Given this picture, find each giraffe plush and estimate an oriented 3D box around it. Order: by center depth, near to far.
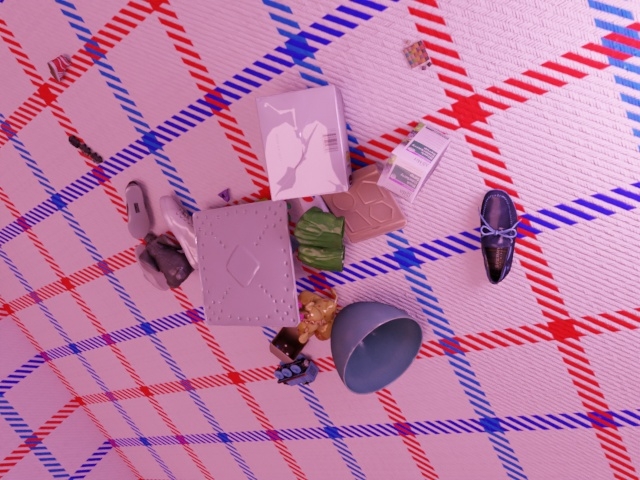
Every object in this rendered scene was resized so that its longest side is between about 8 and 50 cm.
[{"bbox_3d":[-0.031,0.254,1.612,0.210,0.171,0.181,-18,86,31],"label":"giraffe plush"}]

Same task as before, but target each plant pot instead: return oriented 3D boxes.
[{"bbox_3d":[0.143,0.303,1.542,0.195,0.291,0.290,43,140,46],"label":"plant pot"},{"bbox_3d":[-0.126,0.389,1.821,0.109,0.109,0.096,38,141,3],"label":"plant pot"}]

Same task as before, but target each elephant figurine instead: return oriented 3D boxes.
[{"bbox_3d":[-0.581,0.054,1.814,0.239,0.169,0.186,41,134,-4],"label":"elephant figurine"}]

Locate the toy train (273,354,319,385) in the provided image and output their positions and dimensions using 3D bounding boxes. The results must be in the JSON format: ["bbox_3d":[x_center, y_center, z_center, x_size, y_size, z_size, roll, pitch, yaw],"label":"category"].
[{"bbox_3d":[-0.097,0.505,1.889,0.184,0.080,0.105,-30,107,37],"label":"toy train"}]

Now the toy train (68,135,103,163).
[{"bbox_3d":[-0.870,-0.331,1.829,0.158,0.027,0.036,37,132,4],"label":"toy train"}]

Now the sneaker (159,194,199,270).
[{"bbox_3d":[-0.454,-0.045,1.752,0.123,0.106,0.290,-26,103,11],"label":"sneaker"}]

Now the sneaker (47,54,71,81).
[{"bbox_3d":[-0.883,-0.586,1.682,0.042,0.067,0.118,47,159,-7],"label":"sneaker"}]

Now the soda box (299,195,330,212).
[{"bbox_3d":[-0.036,-0.178,1.447,0.069,0.074,0.216,-8,114,32],"label":"soda box"}]

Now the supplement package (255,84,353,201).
[{"bbox_3d":[-0.034,-0.251,1.289,0.204,0.145,0.261,-6,102,10],"label":"supplement package"}]

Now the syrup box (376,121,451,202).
[{"bbox_3d":[0.230,-0.193,1.193,0.093,0.237,0.096,30,128,10],"label":"syrup box"}]

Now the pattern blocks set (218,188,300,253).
[{"bbox_3d":[-0.230,-0.037,1.665,0.325,0.026,0.285,46,129,-3],"label":"pattern blocks set"}]

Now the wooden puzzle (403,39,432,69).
[{"bbox_3d":[0.231,-0.446,1.188,0.049,0.006,0.083,-19,108,35],"label":"wooden puzzle"}]

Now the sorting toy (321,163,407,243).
[{"bbox_3d":[0.123,-0.103,1.416,0.193,0.038,0.208,-18,116,30],"label":"sorting toy"}]

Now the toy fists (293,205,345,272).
[{"bbox_3d":[0.000,0.000,1.476,0.143,0.096,0.279,7,150,7],"label":"toy fists"}]

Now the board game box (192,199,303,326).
[{"bbox_3d":[-0.238,0.080,1.595,0.390,0.050,0.389,-5,92,32],"label":"board game box"}]

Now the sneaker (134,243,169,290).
[{"bbox_3d":[-0.688,0.114,1.974,0.094,0.080,0.212,-7,116,44],"label":"sneaker"}]

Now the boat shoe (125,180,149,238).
[{"bbox_3d":[-0.680,-0.113,1.835,0.078,0.070,0.219,-5,118,-19],"label":"boat shoe"}]

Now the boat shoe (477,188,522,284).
[{"bbox_3d":[0.466,-0.003,1.276,0.109,0.089,0.258,-3,116,29],"label":"boat shoe"}]
